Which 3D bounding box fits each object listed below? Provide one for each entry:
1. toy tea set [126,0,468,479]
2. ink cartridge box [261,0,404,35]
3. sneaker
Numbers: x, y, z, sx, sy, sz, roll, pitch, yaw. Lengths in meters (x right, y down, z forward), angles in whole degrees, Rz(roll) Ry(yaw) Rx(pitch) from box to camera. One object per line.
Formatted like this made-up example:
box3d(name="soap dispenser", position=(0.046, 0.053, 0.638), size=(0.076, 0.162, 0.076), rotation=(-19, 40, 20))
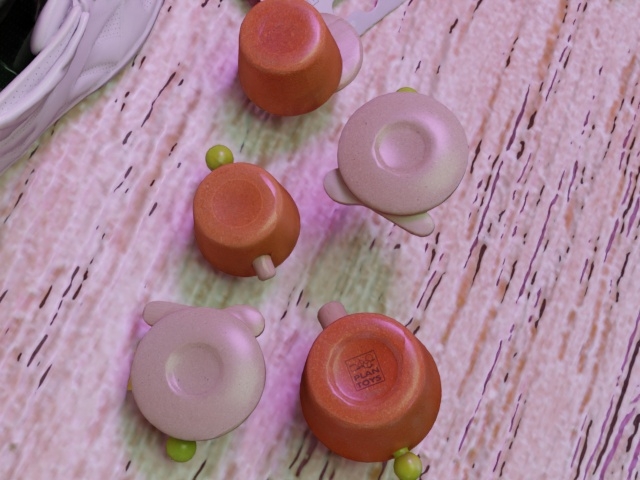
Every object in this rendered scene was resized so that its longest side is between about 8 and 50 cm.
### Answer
box3d(name="toy tea set", position=(0.000, 0.000, 0.899), size=(0.200, 0.124, 0.336), rotation=(10, 74, 8))
box3d(name="ink cartridge box", position=(-0.021, -0.260, 0.993), size=(0.181, 0.056, 0.224), rotation=(-41, 114, -29))
box3d(name="sneaker", position=(-0.159, -0.148, 0.814), size=(0.108, 0.169, 0.292), rotation=(36, 62, -10))
